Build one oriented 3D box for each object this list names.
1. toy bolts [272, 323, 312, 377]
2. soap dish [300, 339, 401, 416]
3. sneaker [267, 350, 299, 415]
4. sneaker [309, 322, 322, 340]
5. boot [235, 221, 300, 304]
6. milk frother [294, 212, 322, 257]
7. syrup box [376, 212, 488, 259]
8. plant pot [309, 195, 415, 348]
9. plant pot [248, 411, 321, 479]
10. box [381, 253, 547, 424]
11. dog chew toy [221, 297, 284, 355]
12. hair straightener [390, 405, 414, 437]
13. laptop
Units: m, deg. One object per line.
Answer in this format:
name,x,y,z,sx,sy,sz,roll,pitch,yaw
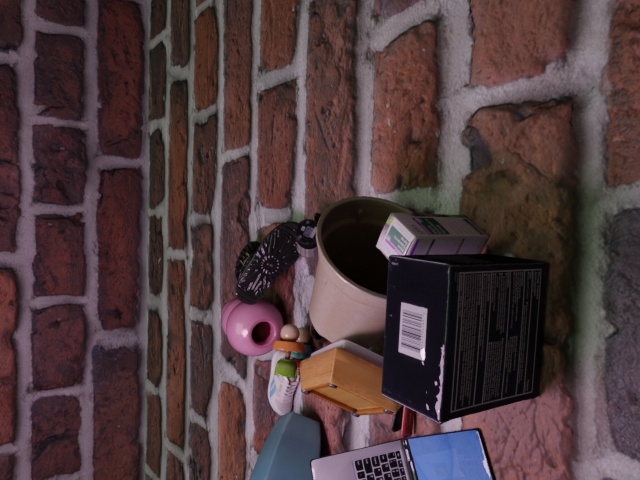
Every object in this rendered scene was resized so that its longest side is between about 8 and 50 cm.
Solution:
toy bolts,-0.043,0.356,1.735,0.228,0.218,0.158,101,176,-79
soap dish,0.082,0.369,1.421,0.118,0.229,0.291,-67,10,-25
sneaker,-0.124,0.498,1.881,0.092,0.087,0.228,3,94,52
sneaker,0.000,0.266,1.750,0.057,0.047,0.119,4,94,43
boot,-0.191,0.049,1.945,0.348,0.131,0.260,-48,15,8
milk frother,0.000,0.000,1.711,0.143,0.129,0.134,42,166,14
syrup box,0.254,0.002,1.224,0.093,0.237,0.096,50,129,43
plant pot,0.111,0.109,1.392,0.333,0.334,0.305,62,147,34
plant pot,-0.096,0.678,1.723,0.166,0.166,0.234,-44,24,56
box,0.295,0.181,1.115,0.183,0.294,0.296,9,97,57
dog chew toy,-0.269,0.298,2.003,0.332,0.207,0.206,16,103,62
hair straightener,0.210,0.397,1.444,0.089,0.047,0.230,6,94,54
laptop,0.208,0.685,1.296,0.236,0.408,0.381,89,169,-71
